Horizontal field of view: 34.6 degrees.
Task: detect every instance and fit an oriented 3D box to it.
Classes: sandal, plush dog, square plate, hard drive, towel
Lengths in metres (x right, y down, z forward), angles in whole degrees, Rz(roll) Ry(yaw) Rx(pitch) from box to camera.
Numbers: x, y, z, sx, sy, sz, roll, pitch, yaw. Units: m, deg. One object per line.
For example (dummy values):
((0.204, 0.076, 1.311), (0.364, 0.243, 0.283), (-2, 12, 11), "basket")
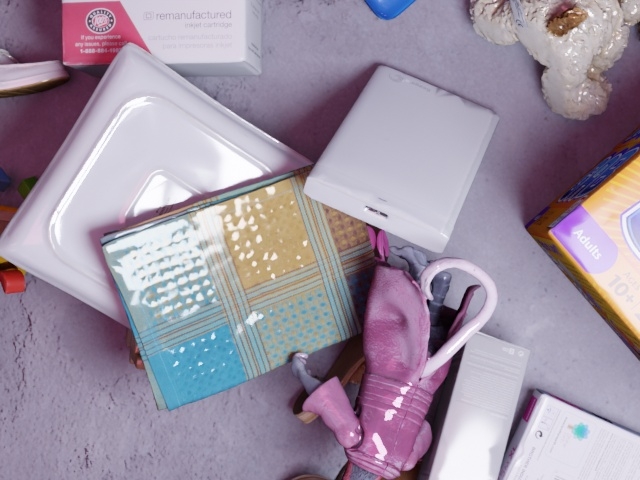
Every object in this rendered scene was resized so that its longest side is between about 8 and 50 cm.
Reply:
((0.066, 0.200, 1.570), (0.079, 0.088, 0.240), (42, 95, -18), "sandal")
((0.380, -0.341, 1.469), (0.262, 0.210, 0.225), (46, 73, 4), "plush dog")
((-0.216, -0.043, 1.442), (0.344, 0.049, 0.347), (33, 86, -15), "square plate")
((0.124, -0.125, 1.452), (0.203, 0.307, 0.040), (24, 134, 6), "hard drive")
((-0.095, 0.058, 1.441), (0.370, 0.040, 0.271), (-21, 108, -18), "towel")

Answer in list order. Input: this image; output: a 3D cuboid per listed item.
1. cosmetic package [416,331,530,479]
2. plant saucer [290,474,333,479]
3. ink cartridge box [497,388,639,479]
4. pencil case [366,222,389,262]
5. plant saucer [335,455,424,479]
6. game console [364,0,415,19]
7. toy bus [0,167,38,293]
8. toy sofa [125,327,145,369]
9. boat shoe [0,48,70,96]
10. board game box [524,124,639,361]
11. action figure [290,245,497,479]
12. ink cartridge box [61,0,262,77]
((0.220, 0.262, 1.493), (0.107, 0.127, 0.238), (20, 77, 2), "cosmetic package")
((0.008, 0.452, 1.563), (0.198, 0.036, 0.199), (2, 93, 37), "plant saucer")
((0.423, 0.365, 1.516), (0.311, 0.065, 0.186), (24, 93, -2), "ink cartridge box")
((0.000, 0.000, 1.558), (0.209, 0.095, 0.098), (3, 88, 4), "pencil case")
((0.157, 0.446, 1.573), (0.310, 0.050, 0.311), (0, 92, 8), "plant saucer")
((0.114, -0.534, 1.561), (0.293, 0.173, 0.250), (-39, 56, 6), "game console")
((-0.483, 0.009, 1.600), (0.202, 0.191, 0.104), (44, 131, -1), "toy bus")
((-0.200, 0.018, 1.568), (0.150, 0.177, 0.363), (6, 92, -16), "toy sofa")
((-0.531, -0.270, 1.608), (0.277, 0.098, 0.096), (-5, 92, 8), "boat shoe")
((0.533, 0.003, 1.361), (0.356, 0.356, 0.356), (-41, 87, 6), "board game box")
((0.116, 0.211, 1.401), (0.248, 0.275, 0.370), (23, 80, -28), "action figure")
((-0.234, -0.446, 1.536), (0.279, 0.160, 0.385), (0, 92, 7), "ink cartridge box")
